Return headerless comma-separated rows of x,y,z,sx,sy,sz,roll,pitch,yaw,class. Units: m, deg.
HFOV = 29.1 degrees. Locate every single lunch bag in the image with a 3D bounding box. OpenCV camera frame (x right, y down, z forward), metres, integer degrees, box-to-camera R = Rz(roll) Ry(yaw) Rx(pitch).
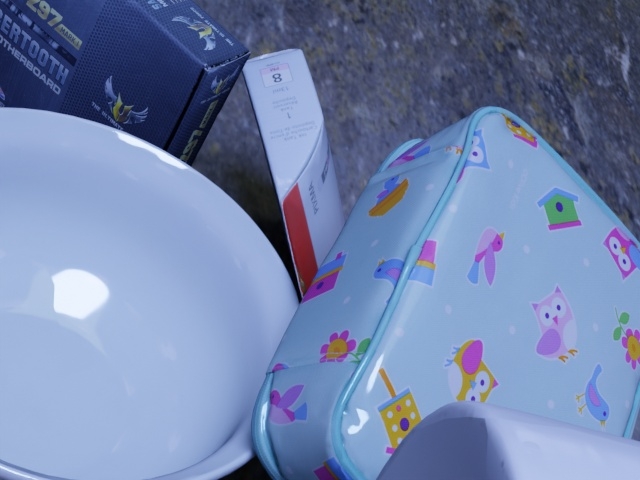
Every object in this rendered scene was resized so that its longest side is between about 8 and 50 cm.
0.096,0.081,0.749,0.224,0.108,0.279,42,57,-23,lunch bag

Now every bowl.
-0.169,0.064,0.770,0.298,0.134,0.298,20,40,-18,bowl

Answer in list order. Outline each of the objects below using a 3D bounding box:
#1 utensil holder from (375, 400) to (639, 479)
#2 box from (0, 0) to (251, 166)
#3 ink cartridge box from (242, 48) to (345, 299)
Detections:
0.197,0.268,0.526,0.385,0.327,0.327,17,40,-9,utensil holder
-0.184,-0.143,0.947,0.233,0.183,0.059,42,38,11,box
0.000,0.000,0.926,0.066,0.189,0.232,-18,49,-4,ink cartridge box
